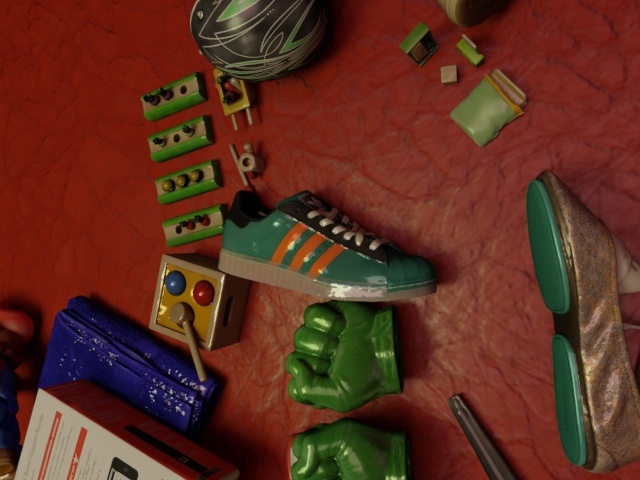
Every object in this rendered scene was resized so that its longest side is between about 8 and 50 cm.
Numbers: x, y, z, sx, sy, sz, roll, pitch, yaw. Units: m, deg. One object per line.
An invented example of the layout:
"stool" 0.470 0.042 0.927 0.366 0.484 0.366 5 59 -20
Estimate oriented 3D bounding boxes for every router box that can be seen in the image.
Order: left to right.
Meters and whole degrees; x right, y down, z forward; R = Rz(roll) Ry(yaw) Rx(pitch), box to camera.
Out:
"router box" -0.293 0.405 0.737 0.301 0.082 0.336 20 95 25

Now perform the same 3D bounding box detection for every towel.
"towel" -0.317 0.246 0.844 0.308 0.076 0.228 25 99 22

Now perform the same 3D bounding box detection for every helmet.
"helmet" -0.074 -0.283 0.687 0.169 0.169 0.162 1 73 24

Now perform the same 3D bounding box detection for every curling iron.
"curling iron" 0.217 0.310 0.627 0.068 0.035 0.274 -29 79 21

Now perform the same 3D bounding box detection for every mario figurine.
"mario figurine" -0.558 0.243 0.872 0.198 0.170 0.321 -48 50 26

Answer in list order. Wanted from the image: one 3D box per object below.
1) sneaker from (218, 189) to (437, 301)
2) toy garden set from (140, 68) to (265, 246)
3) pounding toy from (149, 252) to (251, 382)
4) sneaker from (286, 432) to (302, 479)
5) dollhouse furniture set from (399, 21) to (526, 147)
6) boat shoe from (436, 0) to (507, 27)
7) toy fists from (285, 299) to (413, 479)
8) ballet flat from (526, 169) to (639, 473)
"sneaker" 0.000 0.000 0.684 0.302 0.108 0.121 9 98 25
"toy garden set" -0.169 -0.131 0.791 0.203 0.049 0.244 -14 85 24
"pounding toy" -0.172 0.102 0.765 0.130 0.100 0.141 15 96 24
"sneaker" 0.045 0.341 0.696 0.128 0.087 0.221 -22 79 4
"dollhouse furniture set" 0.164 -0.188 0.636 0.076 0.058 0.152 -44 73 18
"boat shoe" 0.208 -0.397 0.592 0.110 0.121 0.341 30 92 26
"toy fists" 0.028 0.208 0.647 0.142 0.096 0.279 -7 76 13
"ballet flat" 0.291 0.078 0.571 0.106 0.107 0.316 -8 92 4
